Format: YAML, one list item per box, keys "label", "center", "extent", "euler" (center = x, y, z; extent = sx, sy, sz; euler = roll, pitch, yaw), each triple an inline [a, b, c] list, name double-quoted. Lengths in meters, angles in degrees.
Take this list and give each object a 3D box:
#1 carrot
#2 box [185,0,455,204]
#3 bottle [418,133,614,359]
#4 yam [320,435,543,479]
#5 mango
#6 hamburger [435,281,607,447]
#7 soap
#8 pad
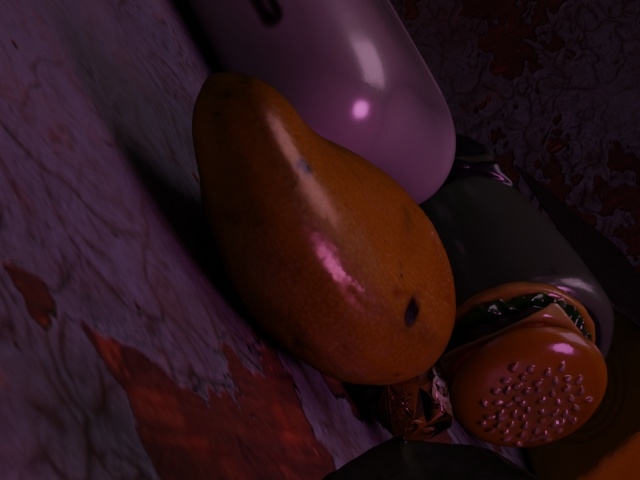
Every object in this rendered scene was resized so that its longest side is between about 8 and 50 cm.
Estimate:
- label: "carrot"
  center: [0.024, 0.038, 1.037]
  extent: [0.229, 0.069, 0.069]
  euler: [62, 10, 23]
- label: "box"
  center: [-0.001, -0.171, 1.309]
  extent: [0.289, 0.141, 0.349]
  euler: [60, 11, 14]
- label: "bottle"
  center: [0.177, 0.017, 1.582]
  extent: [0.168, 0.168, 0.347]
  euler: [51, 8, -37]
- label: "yam"
  center: [0.089, 0.201, 0.607]
  extent: [0.268, 0.161, 0.161]
  euler: [50, 13, -45]
- label: "mango"
  center: [-0.004, 0.003, 0.888]
  extent: [0.262, 0.109, 0.157]
  euler: [41, 30, -45]
- label: "hamburger"
  center: [0.185, 0.116, 1.357]
  extent: [0.162, 0.162, 0.115]
  euler: [52, 17, -34]
- label: "soap"
  center: [0.317, 0.189, 1.649]
  extent: [0.096, 0.204, 0.324]
  euler: [42, 14, -19]
- label: "pad"
  center: [0.351, 0.039, 1.750]
  extent: [0.220, 0.004, 0.330]
  euler: [35, 17, -28]
